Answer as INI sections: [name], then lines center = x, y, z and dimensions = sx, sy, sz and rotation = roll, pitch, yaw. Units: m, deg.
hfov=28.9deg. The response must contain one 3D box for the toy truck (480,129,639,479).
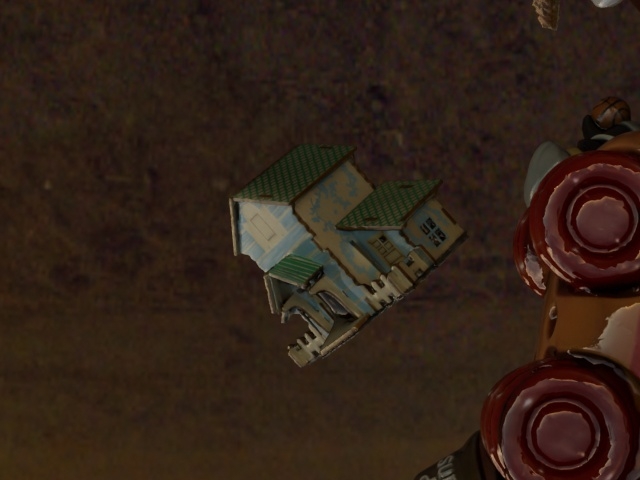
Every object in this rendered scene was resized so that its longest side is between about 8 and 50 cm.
[toy truck]
center = 0.224, 0.060, 0.716
dimensions = 0.239, 0.264, 0.189
rotation = 12, 175, 7

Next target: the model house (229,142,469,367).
[model house]
center = 0.000, 0.000, 1.382
dimensions = 0.206, 0.178, 0.271
rotation = 50, 144, 0

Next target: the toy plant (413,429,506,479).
[toy plant]
center = 0.185, 0.222, 1.123
dimensions = 0.200, 0.142, 0.105
rotation = -21, 134, 14

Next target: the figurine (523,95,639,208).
[figurine]
center = 0.385, -0.100, 1.685
dimensions = 0.236, 0.176, 0.133
rotation = -33, 144, -6

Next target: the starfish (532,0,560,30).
[starfish]
center = 0.235, -0.530, 1.654
dimensions = 0.398, 0.132, 0.383
rotation = 33, 120, 6

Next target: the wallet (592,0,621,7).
[wallet]
center = 0.212, -0.241, 0.784
dimensions = 0.032, 0.124, 0.182
rotation = 16, 119, -13

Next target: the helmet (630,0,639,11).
[helmet]
center = 0.351, -0.406, 1.099
dimensions = 0.230, 0.384, 0.337
rotation = -23, 178, -9
